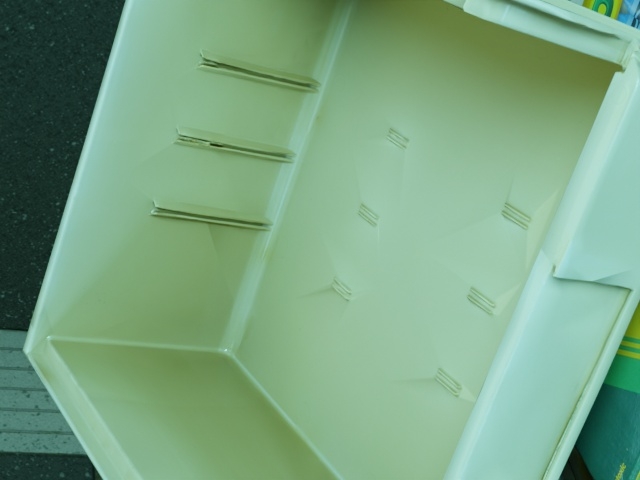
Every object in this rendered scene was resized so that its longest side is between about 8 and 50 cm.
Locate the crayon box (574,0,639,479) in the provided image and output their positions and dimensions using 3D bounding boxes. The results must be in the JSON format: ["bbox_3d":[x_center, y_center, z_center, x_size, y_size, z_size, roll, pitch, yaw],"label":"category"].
[{"bbox_3d":[0.166,-0.047,0.493,0.165,0.081,0.278,-114,35,-57],"label":"crayon box"}]

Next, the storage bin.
[{"bbox_3d":[0.000,0.000,0.528,0.260,0.123,0.262,41,116,51],"label":"storage bin"}]

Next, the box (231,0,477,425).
[{"bbox_3d":[0.047,-0.008,0.681,0.148,0.127,0.232,48,121,47],"label":"box"}]

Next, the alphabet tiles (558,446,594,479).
[{"bbox_3d":[0.139,0.050,0.701,0.198,0.009,0.237,-104,25,-47],"label":"alphabet tiles"}]
